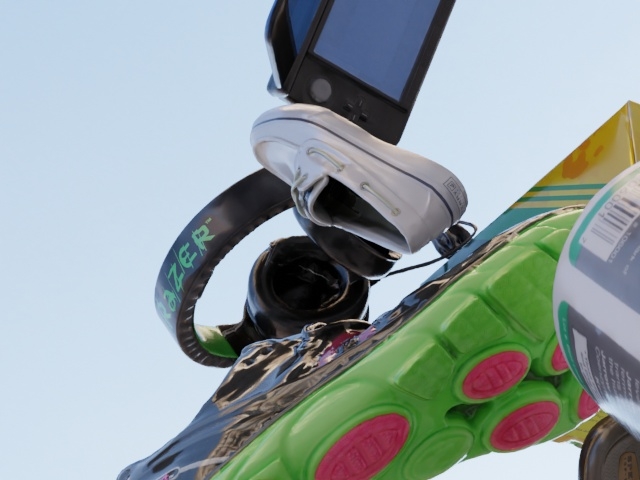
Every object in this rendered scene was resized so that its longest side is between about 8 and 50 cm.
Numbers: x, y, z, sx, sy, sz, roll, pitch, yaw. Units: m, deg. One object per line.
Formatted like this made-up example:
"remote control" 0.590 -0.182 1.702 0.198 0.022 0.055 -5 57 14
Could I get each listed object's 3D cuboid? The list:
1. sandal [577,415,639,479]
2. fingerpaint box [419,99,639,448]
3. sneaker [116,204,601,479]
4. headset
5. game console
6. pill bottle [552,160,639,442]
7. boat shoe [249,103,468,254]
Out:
"sandal" 0.232 0.229 1.105 0.090 0.060 0.219 -9 -82 -33
"fingerpaint box" 0.380 0.076 1.581 0.444 0.371 0.163 16 -125 -22
"sneaker" 0.042 0.104 1.213 0.482 0.202 0.185 -30 -56 -14
"headset" 0.000 0.000 1.587 0.394 0.185 0.243 -4 -45 -41
"game console" 0.061 -0.284 1.778 0.250 0.173 0.293 28 -105 -21
"pill bottle" 0.286 0.075 0.910 0.204 0.361 0.204 -3 -74 -11
"boat shoe" 0.011 -0.050 1.284 0.076 0.226 0.083 -44 -49 -27
